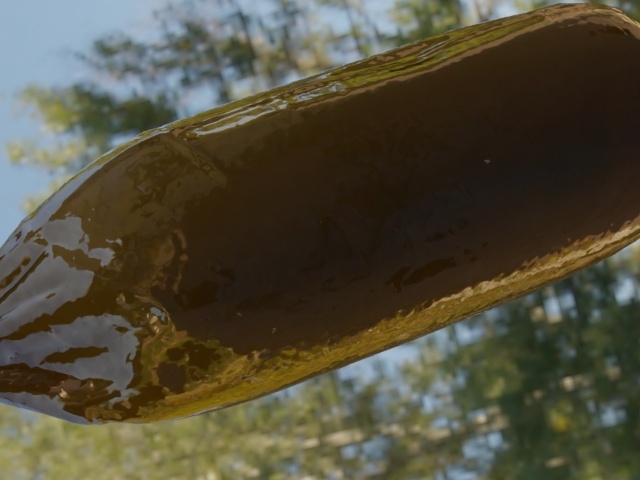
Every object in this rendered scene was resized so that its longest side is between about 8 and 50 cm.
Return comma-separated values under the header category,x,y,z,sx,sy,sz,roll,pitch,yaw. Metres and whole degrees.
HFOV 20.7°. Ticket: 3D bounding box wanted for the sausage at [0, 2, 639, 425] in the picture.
category,x,y,z,sx,sy,sz,roll,pitch,yaw
sausage,-0.003,-0.006,0.671,0.112,0.328,0.112,46,147,43
